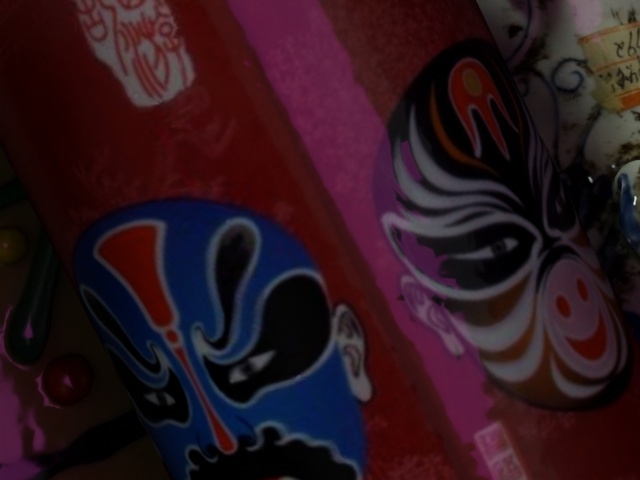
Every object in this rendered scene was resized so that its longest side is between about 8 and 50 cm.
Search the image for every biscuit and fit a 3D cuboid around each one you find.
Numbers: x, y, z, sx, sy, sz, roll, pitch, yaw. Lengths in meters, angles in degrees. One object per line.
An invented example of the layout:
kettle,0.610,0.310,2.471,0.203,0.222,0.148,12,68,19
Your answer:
biscuit,-0.137,0.024,0.716,0.196,0.049,0.302,-21,91,-30

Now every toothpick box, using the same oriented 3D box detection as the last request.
toothpick box,0.000,0.000,0.660,0.204,0.204,0.333,-29,95,-28

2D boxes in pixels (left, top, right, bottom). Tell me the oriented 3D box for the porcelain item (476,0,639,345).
porcelain item,0.117,-0.055,0.797,0.138,0.186,0.288,-15,77,-33
